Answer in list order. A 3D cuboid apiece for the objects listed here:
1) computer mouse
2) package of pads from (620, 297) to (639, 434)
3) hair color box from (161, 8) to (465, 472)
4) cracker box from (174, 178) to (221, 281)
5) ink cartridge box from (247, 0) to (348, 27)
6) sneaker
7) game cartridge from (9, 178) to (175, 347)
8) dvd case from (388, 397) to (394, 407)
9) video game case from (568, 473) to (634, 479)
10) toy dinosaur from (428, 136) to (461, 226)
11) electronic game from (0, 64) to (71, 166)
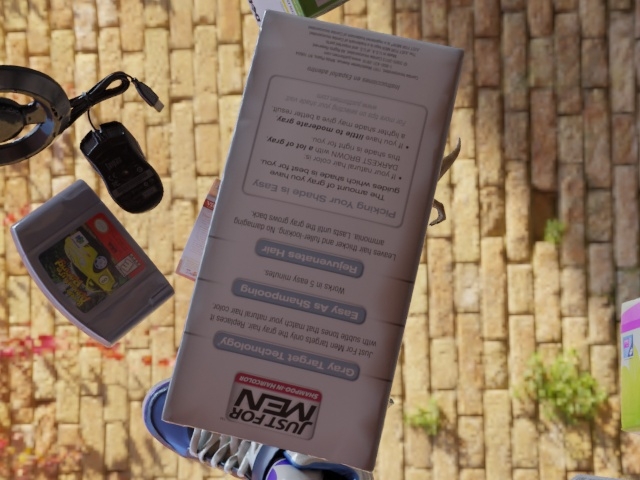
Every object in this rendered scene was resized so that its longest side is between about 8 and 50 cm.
[{"bbox_3d":[-0.350,-0.185,1.639,0.262,0.184,0.060,53,180,-31],"label":"computer mouse"},{"bbox_3d":[0.562,0.190,1.383,0.296,0.101,0.229,116,159,-74],"label":"package of pads"},{"bbox_3d":[0.000,0.000,0.820,0.113,0.185,0.374,70,-147,-81],"label":"hair color box"},{"bbox_3d":[-0.189,0.002,1.861,0.067,0.155,0.232,-72,9,-52],"label":"cracker box"},{"bbox_3d":[-0.078,-0.369,1.126,0.255,0.097,0.189,14,134,58],"label":"ink cartridge box"},{"bbox_3d":[-0.084,0.269,1.176,0.236,0.323,0.130,-179,108,-85],"label":"sneaker"},{"bbox_3d":[-0.441,0.049,1.719,0.294,0.196,0.060,50,155,-4],"label":"game cartridge"},{"bbox_3d":[0.060,0.299,1.511,0.087,0.119,0.013,26,-154,-56],"label":"dvd case"},{"bbox_3d":[0.432,0.430,1.435,0.201,0.183,0.023,-13,98,57],"label":"video game case"},{"bbox_3d":[0.123,-0.062,1.104,0.092,0.183,0.053,64,163,-2],"label":"toy dinosaur"},{"bbox_3d":[-0.499,-0.186,1.380,0.229,0.229,0.048,77,171,-63],"label":"electronic game"}]
